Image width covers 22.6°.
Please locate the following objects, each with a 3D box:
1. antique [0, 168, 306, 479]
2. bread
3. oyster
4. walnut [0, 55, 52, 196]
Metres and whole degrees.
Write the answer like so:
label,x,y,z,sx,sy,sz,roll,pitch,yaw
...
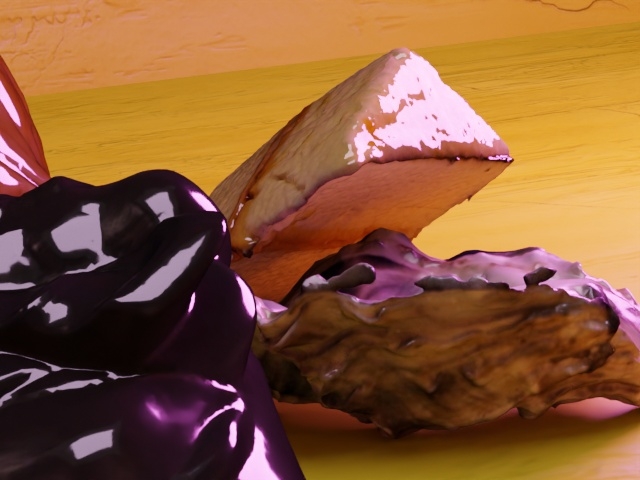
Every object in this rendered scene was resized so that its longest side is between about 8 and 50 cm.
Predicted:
label,x,y,z,sx,sy,sz,roll,pitch,yaw
antique,-0.123,0.109,0.616,0.255,0.185,0.322,-18,57,-15
bread,0.000,0.000,1.123,0.240,0.135,0.178,-36,16,39
oyster,0.051,0.058,1.010,0.351,0.114,0.238,3,6,7
walnut,-0.329,0.008,0.853,0.398,0.354,0.308,-1,-21,-2
